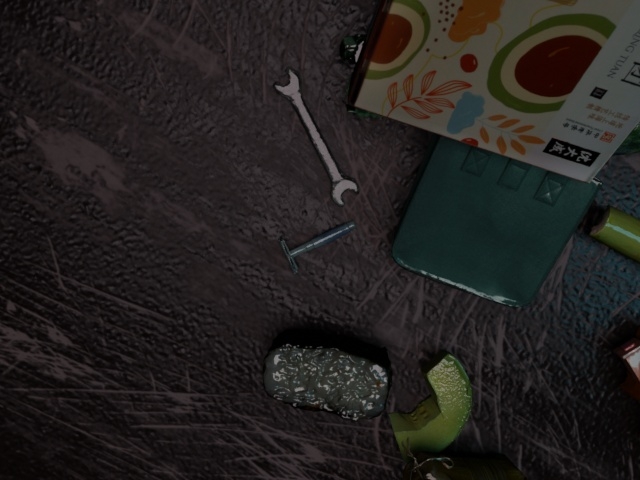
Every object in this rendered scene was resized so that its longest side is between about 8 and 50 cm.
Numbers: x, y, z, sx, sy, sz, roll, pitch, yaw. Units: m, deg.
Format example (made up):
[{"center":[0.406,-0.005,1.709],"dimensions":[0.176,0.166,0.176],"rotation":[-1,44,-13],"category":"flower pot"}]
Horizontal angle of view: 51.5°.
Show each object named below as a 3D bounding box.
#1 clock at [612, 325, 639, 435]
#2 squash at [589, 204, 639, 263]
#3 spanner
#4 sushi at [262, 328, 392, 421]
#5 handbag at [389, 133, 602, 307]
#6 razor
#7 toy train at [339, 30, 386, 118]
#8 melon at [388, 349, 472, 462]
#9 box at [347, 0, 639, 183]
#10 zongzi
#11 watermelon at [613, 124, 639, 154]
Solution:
[{"center":[0.653,0.259,1.177],"dimensions":[0.219,0.106,0.255],"rotation":[-32,93,3],"category":"clock"},{"center":[0.579,0.014,1.140],"dimensions":[0.250,0.083,0.083],"rotation":[25,98,-4],"category":"squash"},{"center":[-0.007,-0.177,1.141],"dimensions":[0.054,0.015,0.255],"rotation":[-27,98,6],"category":"spanner"},{"center":[0.013,0.223,1.148],"dimensions":[0.224,0.127,0.124],"rotation":[9,100,6],"category":"sushi"},{"center":[0.277,-0.047,1.097],"dimensions":[0.268,0.100,0.274],"rotation":[18,117,1],"category":"handbag"},{"center":[0.000,0.000,1.163],"dimensions":[0.135,0.040,0.068],"rotation":[-25,99,-3],"category":"razor"},{"center":[0.163,-0.277,1.082],"dimensions":[0.269,0.115,0.155],"rotation":[1,107,-1],"category":"toy train"},{"center":[0.200,0.303,1.196],"dimensions":[0.118,0.064,0.209],"rotation":[38,99,-7],"category":"melon"},{"center":[0.268,-0.284,0.872],"dimensions":[0.385,0.122,0.345],"rotation":[18,139,-3],"category":"box"},{"center":[0.214,0.482,1.170],"dimensions":[0.247,0.111,0.241],"rotation":[16,105,-29],"category":"zongzi"},{"center":[0.457,-0.257,1.078],"dimensions":[0.305,0.224,0.180],"rotation":[24,54,-2],"category":"watermelon"}]
